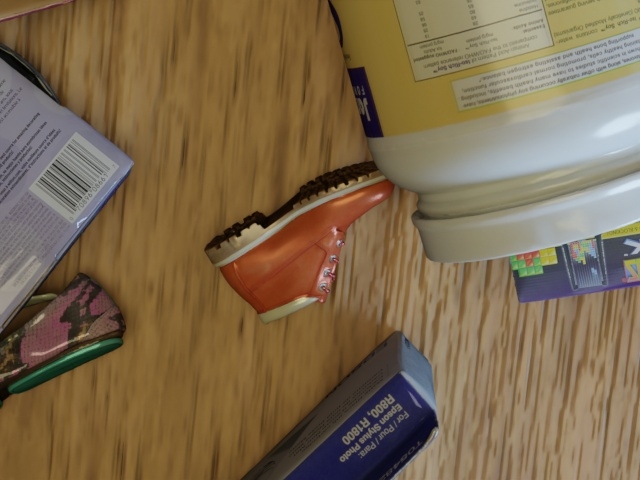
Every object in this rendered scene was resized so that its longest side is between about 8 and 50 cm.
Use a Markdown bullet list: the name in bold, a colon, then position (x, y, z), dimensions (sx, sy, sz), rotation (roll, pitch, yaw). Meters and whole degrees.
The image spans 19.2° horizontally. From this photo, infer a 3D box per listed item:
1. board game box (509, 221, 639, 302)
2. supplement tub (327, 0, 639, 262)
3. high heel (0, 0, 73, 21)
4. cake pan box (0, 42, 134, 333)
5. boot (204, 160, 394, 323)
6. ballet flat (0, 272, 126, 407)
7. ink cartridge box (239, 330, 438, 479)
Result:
- **board game box**: position (0.231, -0.001, 1.355), dimensions (0.170, 0.141, 0.048), rotation (-9, 98, 18)
- **supplement tub**: position (0.127, -0.172, 1.303), dimensions (0.241, 0.241, 0.331), rotation (-15, 97, 4)
- **high heel**: position (-0.271, -0.155, 1.299), dimensions (0.181, 0.127, 0.377), rotation (36, 66, 7)
- **cake pan box**: position (-0.306, -0.037, 1.385), dimensions (0.245, 0.070, 0.267), rotation (37, 80, -5)
- **boot**: position (0.000, 0.000, 1.425), dimensions (0.158, 0.059, 0.085), rotation (-30, 99, 14)
- **ballet flat**: position (-0.255, 0.097, 1.441), dimensions (0.221, 0.077, 0.079), rotation (-31, 78, 1)
- **ink cartridge box**: position (-0.008, 0.171, 1.362), dimensions (0.223, 0.224, 0.045), rotation (-44, 95, 6)
